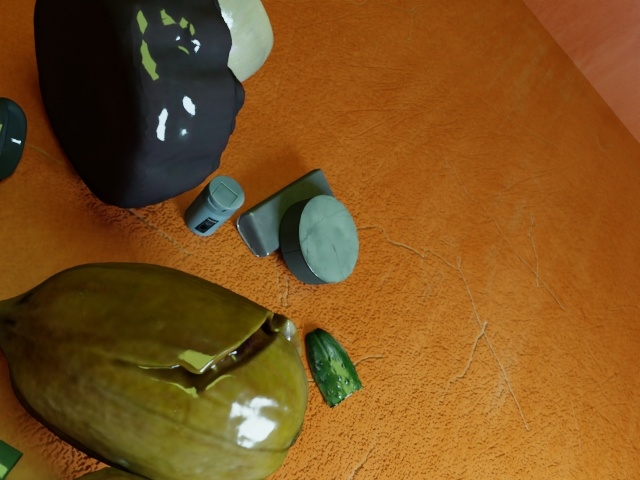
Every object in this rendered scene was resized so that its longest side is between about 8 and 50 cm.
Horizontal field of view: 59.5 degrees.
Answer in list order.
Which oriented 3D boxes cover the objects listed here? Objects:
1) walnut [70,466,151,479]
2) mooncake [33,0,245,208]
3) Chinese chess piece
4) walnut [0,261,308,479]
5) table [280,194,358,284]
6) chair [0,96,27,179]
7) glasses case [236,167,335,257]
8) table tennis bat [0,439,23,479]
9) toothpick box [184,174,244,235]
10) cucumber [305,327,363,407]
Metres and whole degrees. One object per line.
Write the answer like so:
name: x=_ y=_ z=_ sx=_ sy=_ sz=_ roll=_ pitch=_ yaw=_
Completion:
walnut: x=-0.172 y=0.298 z=0.444 sx=0.196 sy=0.195 sz=0.221 roll=7 pitch=61 yaw=-36
mooncake: x=-0.213 y=-0.182 z=0.649 sx=0.141 sy=0.283 sz=0.282 roll=-19 pitch=77 yaw=-44
Chinese chess piece: x=-0.184 y=-0.344 z=0.791 sx=0.102 sy=0.273 sz=0.273 roll=-43 pitch=95 yaw=-6
walnut: x=-0.166 y=0.125 z=0.559 sx=0.337 sy=0.209 sz=0.208 roll=22 pitch=52 yaw=-17
table: x=0.000 y=0.000 z=0.845 sx=0.134 sy=0.043 sz=0.133 roll=14 pitch=71 yaw=-46
chair: x=-0.414 y=-0.122 z=0.567 sx=0.222 sy=0.095 sz=0.104 roll=12 pitch=100 yaw=-39
glasses case: x=-0.047 y=-0.046 z=0.864 sx=0.191 sy=0.042 sz=0.072 roll=-38 pitch=102 yaw=-45
table tennis bat: x=-0.409 y=0.112 z=0.481 sx=0.329 sy=0.044 sz=0.215 roll=40 pitch=45 yaw=-10
toothpick box: x=-0.144 y=-0.046 z=0.755 sx=0.052 sy=0.083 sz=0.052 roll=19 pitch=54 yaw=-29
cucumber: x=0.018 y=0.172 z=0.790 sx=0.067 sy=0.035 sz=0.107 roll=-17 pitch=74 yaw=-42
